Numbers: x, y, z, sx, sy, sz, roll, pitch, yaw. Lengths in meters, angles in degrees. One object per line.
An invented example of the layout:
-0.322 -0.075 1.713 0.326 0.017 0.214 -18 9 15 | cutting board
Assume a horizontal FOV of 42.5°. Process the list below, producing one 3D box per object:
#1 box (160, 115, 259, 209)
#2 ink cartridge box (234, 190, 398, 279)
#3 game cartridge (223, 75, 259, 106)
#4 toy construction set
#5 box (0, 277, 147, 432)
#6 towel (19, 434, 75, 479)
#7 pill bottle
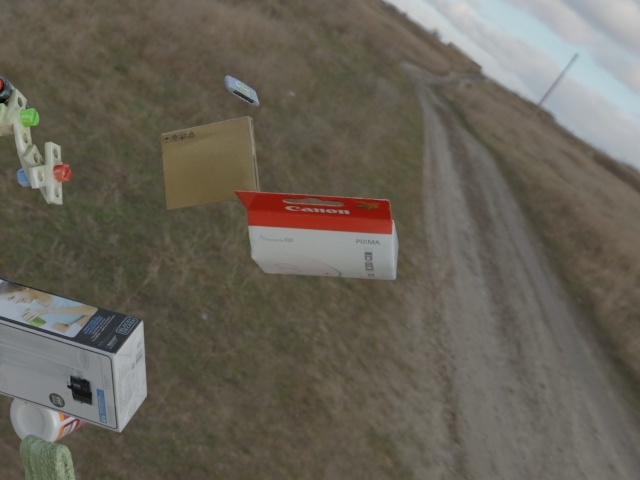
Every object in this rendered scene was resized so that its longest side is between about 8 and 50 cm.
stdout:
-0.226 -0.155 1.670 0.021 0.201 0.164 20 62 -72 | box
0.000 0.000 1.045 0.189 0.066 0.232 3 -10 8 | ink cartridge box
-0.173 -0.328 1.797 0.083 0.017 0.056 26 26 -34 | game cartridge
-0.582 -0.150 1.364 0.328 0.151 0.215 0 64 -3 | toy construction set
-0.417 0.169 1.255 0.290 0.169 0.087 16 36 12 | box
-0.334 0.320 1.023 0.027 0.148 0.110 -10 5 -44 | towel
-0.529 0.337 1.728 0.121 0.121 0.221 39 22 12 | pill bottle
